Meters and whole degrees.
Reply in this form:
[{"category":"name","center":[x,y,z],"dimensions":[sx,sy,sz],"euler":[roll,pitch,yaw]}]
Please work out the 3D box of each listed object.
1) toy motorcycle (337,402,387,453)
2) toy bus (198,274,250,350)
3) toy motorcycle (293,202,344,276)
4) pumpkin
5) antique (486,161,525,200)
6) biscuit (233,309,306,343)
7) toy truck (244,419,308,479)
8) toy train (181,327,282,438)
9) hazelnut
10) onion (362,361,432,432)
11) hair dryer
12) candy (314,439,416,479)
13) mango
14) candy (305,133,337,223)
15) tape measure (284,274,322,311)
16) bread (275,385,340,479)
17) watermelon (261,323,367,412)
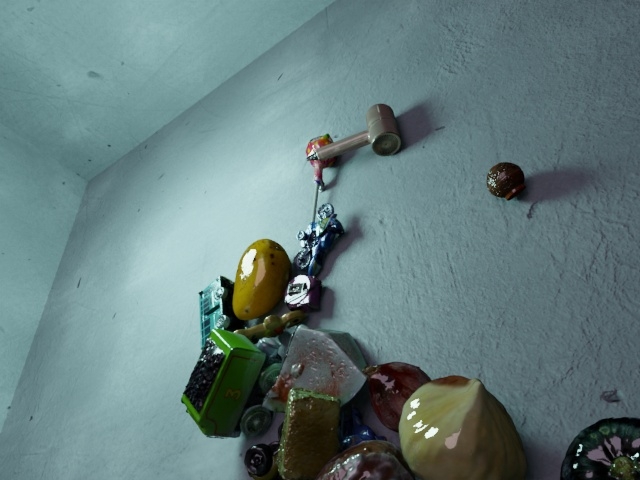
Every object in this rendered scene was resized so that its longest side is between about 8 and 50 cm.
[{"category":"toy motorcycle","center":[0.097,0.491,1.279],"dimensions":[0.114,0.076,0.205],"euler":[-42,37,-6]},{"category":"toy bus","center":[-0.338,0.263,1.817],"dimensions":[0.147,0.128,0.256],"euler":[-35,43,19]},{"category":"toy motorcycle","center":[0.000,0.000,1.746],"dimensions":[0.135,0.092,0.254],"euler":[23,85,40]},{"category":"pumpkin","center":[0.523,0.409,0.874],"dimensions":[0.233,0.163,0.233],"euler":[-28,32,20]},{"category":"antique","center":[0.492,-0.161,1.408],"dimensions":[0.104,0.104,0.104],"euler":[-24,45,27]},{"category":"biscuit","center":[-0.156,0.276,1.620],"dimensions":[0.240,0.158,0.035],"euler":[-22,66,-4]},{"category":"toy truck","center":[-0.068,0.558,1.334],"dimensions":[0.224,0.147,0.165],"euler":[-41,62,8]},{"category":"toy train","center":[-0.241,0.412,1.495],"dimensions":[0.173,0.248,0.307],"euler":[26,93,50]},{"category":"hazelnut","center":[0.279,0.382,1.040],"dimensions":[0.241,0.261,0.261],"euler":[-64,36,19]},{"category":"onion","center":[0.173,0.348,1.223],"dimensions":[0.159,0.195,0.159],"euler":[-43,19,19]},{"category":"hair dryer","center":[0.105,-0.355,1.864],"dimensions":[0.344,0.107,0.189],"euler":[-17,47,13]},{"category":"candy","center":[0.082,0.567,1.116],"dimensions":[0.214,0.157,0.289],"euler":[38,89,6]},{"category":"mango","center":[-0.197,0.135,1.770],"dimensions":[0.191,0.160,0.290],"euler":[8,69,36]},{"category":"candy","center":[-0.007,-0.223,1.924],"dimensions":[0.124,0.124,0.366],"euler":[-15,57,35]},{"category":"tape measure","center":[-0.052,0.167,1.668],"dimensions":[0.125,0.074,0.118],"euler":[-17,48,30]},{"category":"bread","center":[-0.024,0.451,1.232],"dimensions":[0.102,0.138,0.196],"euler":[154,128,-70]},{"category":"watermelon","center":[-0.004,0.323,1.372],"dimensions":[0.320,0.214,0.289],"euler":[-37,24,-31]}]
